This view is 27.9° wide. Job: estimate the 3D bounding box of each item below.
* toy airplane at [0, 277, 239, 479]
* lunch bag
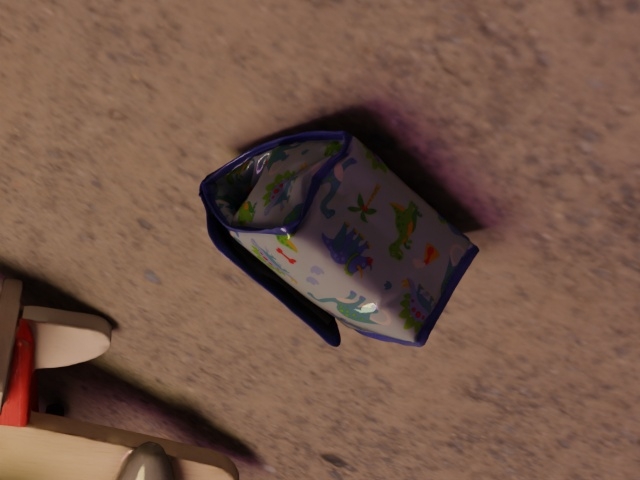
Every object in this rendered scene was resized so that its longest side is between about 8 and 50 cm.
[{"bbox_3d":[-0.326,0.218,1.255,0.386,0.272,0.384,-14,145,27],"label":"toy airplane"},{"bbox_3d":[0.000,0.000,0.827,0.129,0.096,0.151,42,163,-26],"label":"lunch bag"}]
